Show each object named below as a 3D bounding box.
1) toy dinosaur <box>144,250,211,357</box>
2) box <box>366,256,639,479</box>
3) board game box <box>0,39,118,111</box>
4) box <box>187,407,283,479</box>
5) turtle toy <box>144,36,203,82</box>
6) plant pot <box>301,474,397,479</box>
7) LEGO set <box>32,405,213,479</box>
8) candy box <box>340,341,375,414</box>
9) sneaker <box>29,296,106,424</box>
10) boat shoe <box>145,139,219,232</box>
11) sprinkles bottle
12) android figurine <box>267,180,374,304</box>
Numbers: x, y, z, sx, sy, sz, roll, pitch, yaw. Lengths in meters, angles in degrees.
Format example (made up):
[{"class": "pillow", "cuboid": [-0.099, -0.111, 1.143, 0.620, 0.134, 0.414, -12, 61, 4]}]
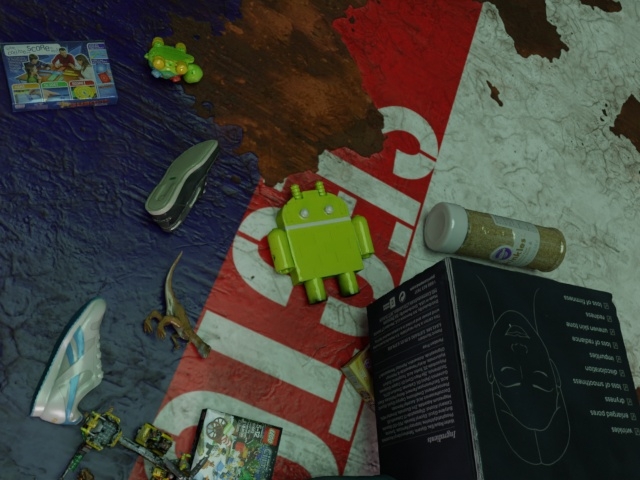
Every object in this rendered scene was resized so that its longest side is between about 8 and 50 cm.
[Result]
[{"class": "toy dinosaur", "cuboid": [-0.287, 0.141, 1.222, 0.112, 0.064, 0.211, -26, 95, -47]}, {"class": "box", "cuboid": [0.378, 0.335, 1.263, 0.480, 0.297, 0.472, 13, 58, -27]}, {"class": "board game box", "cuboid": [-0.530, -0.337, 1.270, 0.201, 0.035, 0.136, -10, 78, -27]}, {"class": "box", "cuboid": [-0.174, 0.450, 1.172, 0.159, 0.044, 0.233, 20, 66, -18]}, {"class": "turtle toy", "cuboid": [-0.319, -0.382, 1.362, 0.130, 0.066, 0.095, 9, 47, -24]}, {"class": "plant pot", "cuboid": [-0.005, 0.535, 1.083, 0.255, 0.271, 0.272, 17, 67, -23]}, {"class": "LEGO set", "cuboid": [-0.347, 0.437, 0.999, 0.255, 0.192, 0.331, 43, 61, -7]}, {"class": "candy box", "cuboid": [0.142, 0.316, 1.356, 0.109, 0.053, 0.187, -37, 89, -30]}, {"class": "sneaker", "cuboid": [-0.430, 0.212, 1.117, 0.092, 0.087, 0.229, 26, 71, -23]}, {"class": "boat shoe", "cuboid": [-0.278, -0.120, 1.305, 0.233, 0.084, 0.079, -63, 141, -33]}, {"class": "sprinkles bottle", "cuboid": [0.437, -0.005, 1.555, 0.355, 0.121, 0.121, 10, 70, -22]}, {"class": "android figurine", "cuboid": [0.000, 0.000, 1.393, 0.248, 0.056, 0.273, -8, 79, -26]}]
